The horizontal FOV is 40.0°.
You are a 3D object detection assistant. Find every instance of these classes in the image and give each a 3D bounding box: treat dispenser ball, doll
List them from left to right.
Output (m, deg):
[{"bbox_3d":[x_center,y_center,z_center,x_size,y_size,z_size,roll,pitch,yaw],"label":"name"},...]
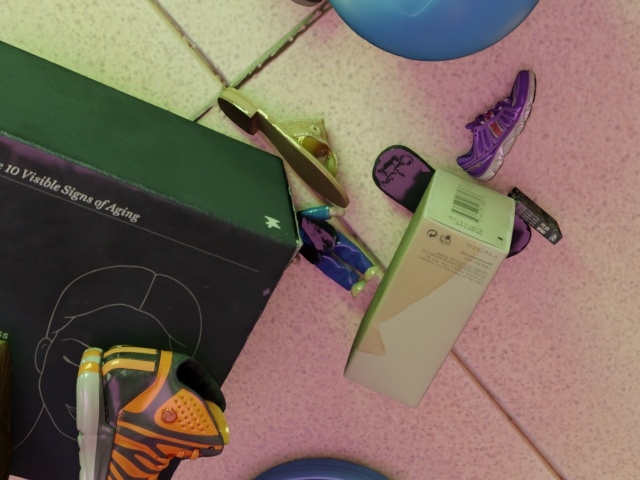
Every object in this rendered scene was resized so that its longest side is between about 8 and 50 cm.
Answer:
[{"bbox_3d":[0.000,0.000,1.316,0.189,0.046,0.129,37,120,-1],"label":"doll"},{"bbox_3d":[0.134,-0.356,1.030,0.288,0.288,0.288,2,111,6],"label":"treat dispenser ball"}]

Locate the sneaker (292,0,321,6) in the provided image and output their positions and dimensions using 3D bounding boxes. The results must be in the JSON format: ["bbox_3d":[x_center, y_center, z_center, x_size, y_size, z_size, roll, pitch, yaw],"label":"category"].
[{"bbox_3d":[-0.028,-0.386,1.098,0.118,0.083,0.222,-27,145,23],"label":"sneaker"}]

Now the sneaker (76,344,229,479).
[{"bbox_3d":[-0.206,0.280,1.103,0.180,0.124,0.321,1,117,-7],"label":"sneaker"}]

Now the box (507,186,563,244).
[{"bbox_3d":[0.306,-0.036,1.254,0.083,0.067,0.018,38,111,-9],"label":"box"}]

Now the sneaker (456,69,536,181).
[{"bbox_3d":[0.243,-0.161,1.214,0.071,0.068,0.169,28,113,2],"label":"sneaker"}]

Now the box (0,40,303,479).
[{"bbox_3d":[-0.349,0.050,1.195,0.480,0.297,0.471,22,114,-18],"label":"box"}]

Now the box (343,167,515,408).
[{"bbox_3d":[0.150,0.072,1.240,0.121,0.148,0.311,24,124,1],"label":"box"}]

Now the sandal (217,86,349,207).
[{"bbox_3d":[-0.031,-0.153,1.246,0.240,0.088,0.079,39,73,6],"label":"sandal"}]

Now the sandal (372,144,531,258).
[{"bbox_3d":[0.186,-0.043,1.272,0.255,0.054,0.097,28,112,-4],"label":"sandal"}]

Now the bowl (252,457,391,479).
[{"bbox_3d":[0.007,0.547,1.514,0.392,0.077,0.390,2,111,6],"label":"bowl"}]

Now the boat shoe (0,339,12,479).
[{"bbox_3d":[-0.432,0.248,1.075,0.089,0.104,0.285,7,106,-7],"label":"boat shoe"}]
